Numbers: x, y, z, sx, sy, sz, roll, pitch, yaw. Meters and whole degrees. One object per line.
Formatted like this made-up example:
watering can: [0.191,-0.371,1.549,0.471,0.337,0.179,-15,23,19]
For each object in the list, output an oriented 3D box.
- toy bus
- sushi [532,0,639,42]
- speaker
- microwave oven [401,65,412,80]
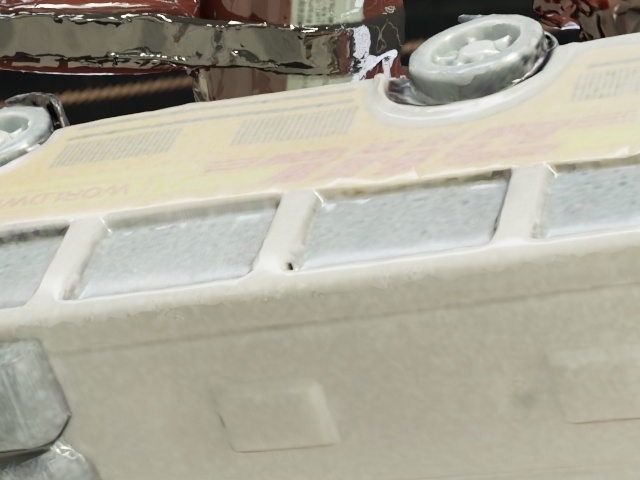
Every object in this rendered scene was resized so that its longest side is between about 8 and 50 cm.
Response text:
toy bus: [-0.023,0.019,0.547,0.342,0.138,0.097,-8,-60,20]
sushi: [0.141,-0.170,0.928,0.172,0.153,0.150,7,-41,25]
speaker: [-0.042,-0.179,1.097,0.198,0.259,0.330,16,-74,38]
microwave oven: [0.002,0.001,1.403,0.247,0.178,0.188,-48,-123,36]
